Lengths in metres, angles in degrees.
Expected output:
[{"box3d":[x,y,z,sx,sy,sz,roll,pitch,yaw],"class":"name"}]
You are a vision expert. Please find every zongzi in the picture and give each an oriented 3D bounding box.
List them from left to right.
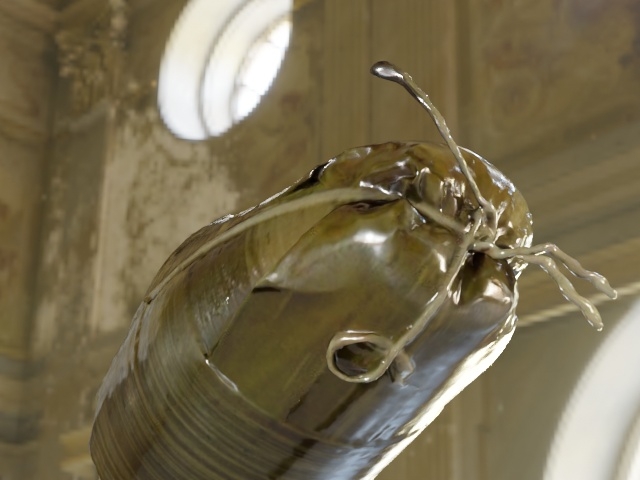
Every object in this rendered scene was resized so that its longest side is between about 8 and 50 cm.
[{"box3d":[0.000,0.000,0.436,0.084,0.184,0.187,26,-50,-17],"class":"zongzi"}]
